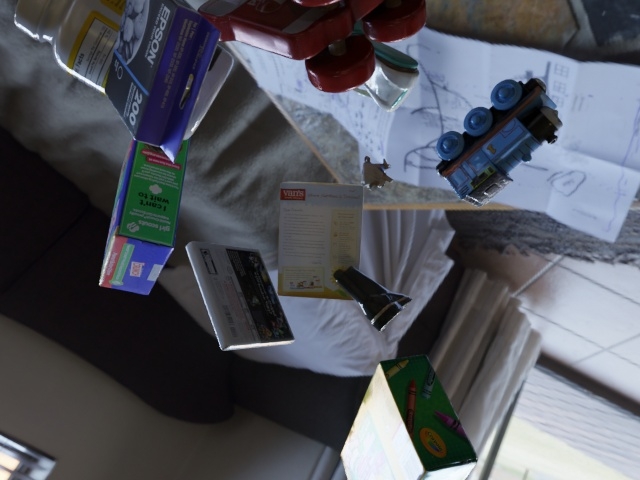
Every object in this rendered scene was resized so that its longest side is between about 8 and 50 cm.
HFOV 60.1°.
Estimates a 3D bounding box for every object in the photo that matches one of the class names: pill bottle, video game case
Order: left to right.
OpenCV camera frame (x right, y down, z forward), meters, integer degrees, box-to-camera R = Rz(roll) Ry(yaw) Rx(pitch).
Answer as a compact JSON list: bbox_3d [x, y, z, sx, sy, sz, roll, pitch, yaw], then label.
[{"bbox_3d":[-0.341,-0.340,0.982,0.334,0.188,0.188,31,158,-19],"label":"pill bottle"},{"bbox_3d":[-0.134,0.093,0.946,0.022,0.190,0.173,-36,156,26],"label":"video game case"}]

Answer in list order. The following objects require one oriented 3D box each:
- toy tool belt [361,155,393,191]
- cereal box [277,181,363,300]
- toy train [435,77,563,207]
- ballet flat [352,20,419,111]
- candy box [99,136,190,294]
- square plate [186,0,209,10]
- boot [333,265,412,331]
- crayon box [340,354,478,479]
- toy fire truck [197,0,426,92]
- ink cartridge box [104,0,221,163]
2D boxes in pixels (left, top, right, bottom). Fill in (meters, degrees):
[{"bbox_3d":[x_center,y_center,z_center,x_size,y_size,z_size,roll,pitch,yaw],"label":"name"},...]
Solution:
[{"bbox_3d":[0.094,-0.109,0.902,0.051,0.083,0.052,7,112,5],"label":"toy tool belt"},{"bbox_3d":[0.000,0.000,1.148,0.173,0.240,0.047,4,-173,6],"label":"cereal box"},{"bbox_3d":[0.243,-0.134,0.757,0.080,0.184,0.105,12,-138,-52],"label":"toy train"},{"bbox_3d":[0.071,-0.421,1.253,0.400,0.139,0.139,53,174,37],"label":"ballet flat"},{"bbox_3d":[-0.384,-0.077,1.206,0.122,0.317,0.268,12,149,-24],"label":"candy box"},{"bbox_3d":[-0.308,-0.615,1.113,0.049,0.347,0.344,-28,155,32],"label":"square plate"},{"bbox_3d":[0.106,0.098,1.100,0.137,0.077,0.198,45,-171,12],"label":"boot"},{"bbox_3d":[0.116,0.322,0.822,0.081,0.165,0.278,-3,133,-19],"label":"crayon box"},{"bbox_3d":[0.001,-0.368,0.793,0.254,0.302,0.169,30,155,32],"label":"toy fire truck"},{"bbox_3d":[-0.238,-0.252,0.795,0.045,0.206,0.208,-3,-139,-44],"label":"ink cartridge box"}]
